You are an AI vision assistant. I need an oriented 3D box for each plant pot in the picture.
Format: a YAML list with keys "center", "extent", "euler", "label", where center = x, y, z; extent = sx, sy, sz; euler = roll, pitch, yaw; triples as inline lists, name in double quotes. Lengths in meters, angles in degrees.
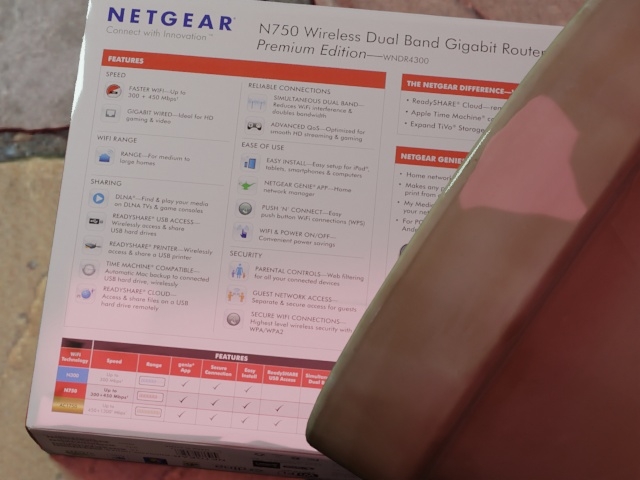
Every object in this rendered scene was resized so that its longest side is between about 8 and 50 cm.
- center: [0.196, 0.053, 0.892]
  extent: [0.280, 0.323, 0.323]
  euler: [35, 75, 8]
  label: "plant pot"

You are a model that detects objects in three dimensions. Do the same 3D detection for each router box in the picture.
- center: [0.000, 0.000, 1.115]
  extent: [0.335, 0.082, 0.301]
  euler: [6, 72, 2]
  label: "router box"
